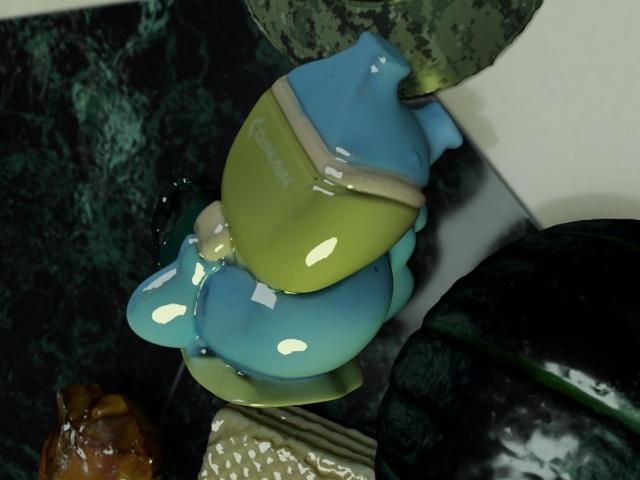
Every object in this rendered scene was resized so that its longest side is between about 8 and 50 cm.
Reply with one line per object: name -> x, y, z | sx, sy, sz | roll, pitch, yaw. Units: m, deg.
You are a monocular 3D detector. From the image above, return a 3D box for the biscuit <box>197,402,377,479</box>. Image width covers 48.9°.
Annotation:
biscuit -> -0.062, 0.338, 0.567 | 0.143, 0.078, 0.426 | 20, 104, 16

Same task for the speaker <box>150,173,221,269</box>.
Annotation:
speaker -> -0.098, -0.009, 0.545 | 0.094, 0.060, 0.075 | 39, 107, 12

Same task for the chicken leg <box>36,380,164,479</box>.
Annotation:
chicken leg -> -0.227, 0.241, 0.620 | 0.113, 0.093, 0.304 | 51, 119, 26

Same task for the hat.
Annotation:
hat -> 0.027, -0.228, 0.438 | 0.265, 0.128, 0.266 | 1, 94, 19

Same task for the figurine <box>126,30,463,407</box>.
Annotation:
figurine -> 0.000, 0.002, 0.448 | 0.154, 0.180, 0.262 | 46, 117, 16

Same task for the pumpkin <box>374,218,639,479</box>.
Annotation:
pumpkin -> 0.137, 0.107, 0.409 | 0.247, 0.248, 0.248 | 3, 98, 20
